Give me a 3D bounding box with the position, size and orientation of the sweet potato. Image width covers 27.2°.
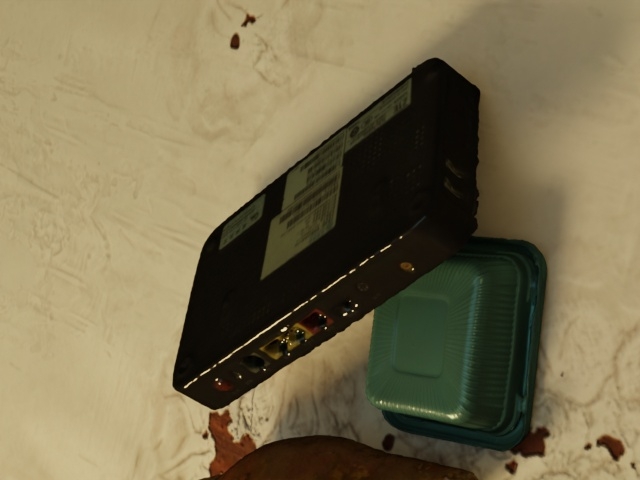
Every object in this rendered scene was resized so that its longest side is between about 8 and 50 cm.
[{"bbox_3d":[0.002,0.229,1.159,0.336,0.131,0.131,-27,66,40],"label":"sweet potato"}]

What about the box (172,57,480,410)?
[{"bbox_3d":[0.000,0.000,1.176,0.350,0.058,0.211,-36,30,36],"label":"box"}]

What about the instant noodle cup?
[{"bbox_3d":[0.105,0.080,1.115,0.157,0.070,0.179,5,87,44],"label":"instant noodle cup"}]
